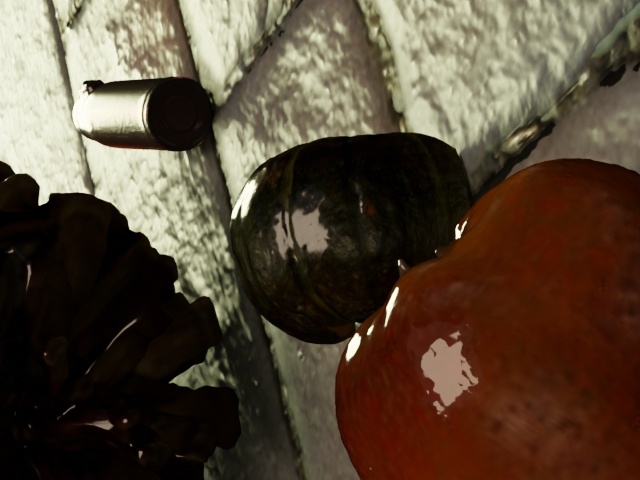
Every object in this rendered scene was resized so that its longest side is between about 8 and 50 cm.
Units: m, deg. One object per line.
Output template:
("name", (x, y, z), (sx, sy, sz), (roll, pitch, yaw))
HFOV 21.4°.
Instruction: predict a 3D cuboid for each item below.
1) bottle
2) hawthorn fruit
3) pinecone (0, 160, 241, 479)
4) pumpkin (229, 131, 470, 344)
("bottle", (-0.144, -0.099, 1.314), (0.164, 0.060, 0.060), (6, 97, 60))
("hawthorn fruit", (0.122, 0.085, 0.777), (0.225, 0.196, 0.196), (49, 139, 9))
("pinecone", (-0.240, 0.130, 1.203), (0.398, 0.397, 0.398), (4, 94, 60))
("pumpkin", (0.000, 0.000, 1.030), (0.183, 0.107, 0.119), (-32, 69, 58))
